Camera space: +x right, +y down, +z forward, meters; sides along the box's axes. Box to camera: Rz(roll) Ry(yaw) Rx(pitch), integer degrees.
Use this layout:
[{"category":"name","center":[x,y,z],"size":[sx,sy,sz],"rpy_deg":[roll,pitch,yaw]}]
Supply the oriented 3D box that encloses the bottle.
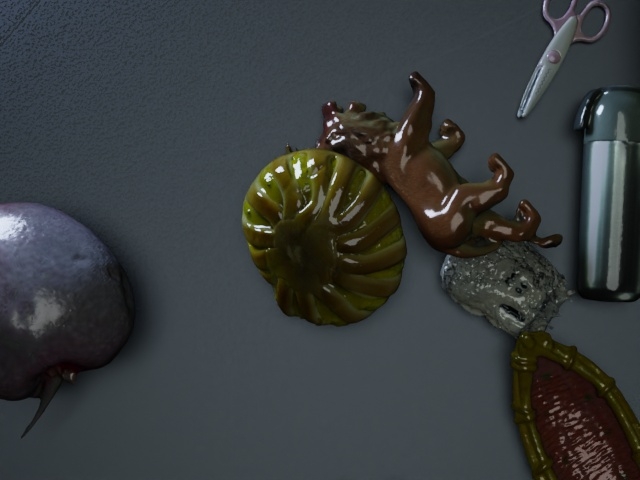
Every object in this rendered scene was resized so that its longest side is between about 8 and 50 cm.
[{"category":"bottle","center":[0.341,-0.055,1.484],"size":[0.096,0.079,0.253],"rpy_deg":[5,87,-13]}]

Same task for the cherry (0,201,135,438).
[{"category":"cherry","center":[-0.324,0.077,1.446],"size":[0.213,0.183,0.266],"rpy_deg":[-22,89,-3]}]

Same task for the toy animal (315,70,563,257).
[{"category":"toy animal","center":[0.122,-0.073,1.472],"size":[0.157,0.097,0.312],"rpy_deg":[-39,69,-2]}]

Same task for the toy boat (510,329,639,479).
[{"category":"toy boat","center":[0.310,0.246,1.458],"size":[0.141,0.099,0.318],"rpy_deg":[-26,85,3]}]

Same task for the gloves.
[{"category":"gloves","center":[0.220,0.047,1.487],"size":[0.153,0.070,0.114],"rpy_deg":[35,88,4]}]

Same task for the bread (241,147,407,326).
[{"category":"bread","center":[0.000,0.000,1.449],"size":[0.213,0.105,0.213],"rpy_deg":[7,107,24]}]

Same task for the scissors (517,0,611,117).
[{"category":"scissors","center":[0.284,-0.226,1.526],"size":[0.085,0.022,0.176],"rpy_deg":[29,84,0]}]

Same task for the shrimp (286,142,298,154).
[{"category":"shrimp","center":[-0.045,-0.058,1.526],"size":[0.083,0.023,0.114],"rpy_deg":[-15,92,3]}]
